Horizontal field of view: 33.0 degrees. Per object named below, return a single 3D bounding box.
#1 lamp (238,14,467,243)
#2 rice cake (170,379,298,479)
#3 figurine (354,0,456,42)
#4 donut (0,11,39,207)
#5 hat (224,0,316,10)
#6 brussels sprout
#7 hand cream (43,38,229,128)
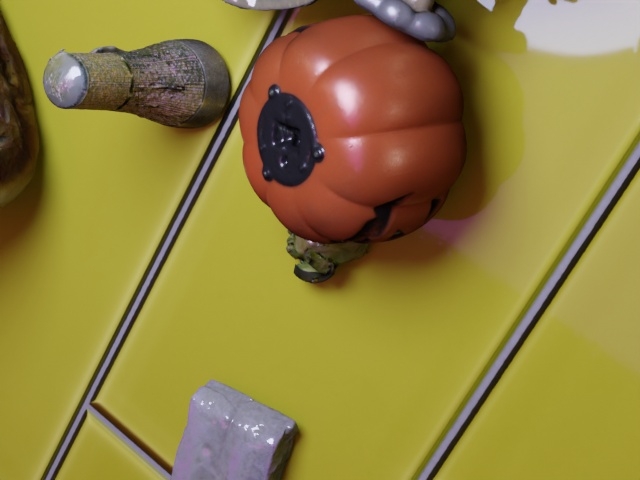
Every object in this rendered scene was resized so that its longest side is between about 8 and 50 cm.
[{"bbox_3d":[0.032,-0.089,0.872,0.187,0.164,0.188,20,117,46],"label":"lamp"},{"bbox_3d":[-0.108,0.287,1.047,0.106,0.050,0.298,23,106,23],"label":"rice cake"},{"bbox_3d":[0.150,-0.325,0.771,0.166,0.207,0.387,22,112,-23],"label":"figurine"},{"bbox_3d":[-0.415,-0.143,1.019,0.160,0.330,0.330,-28,83,38],"label":"donut"},{"bbox_3d":[-0.016,-0.321,0.886,0.214,0.149,0.245,1,109,40],"label":"hat"},{"bbox_3d":[0.000,0.000,0.956,0.085,0.058,0.085,16,116,37],"label":"brussels sprout"},{"bbox_3d":[-0.163,-0.135,0.936,0.084,0.203,0.084,4,100,27],"label":"hand cream"}]
